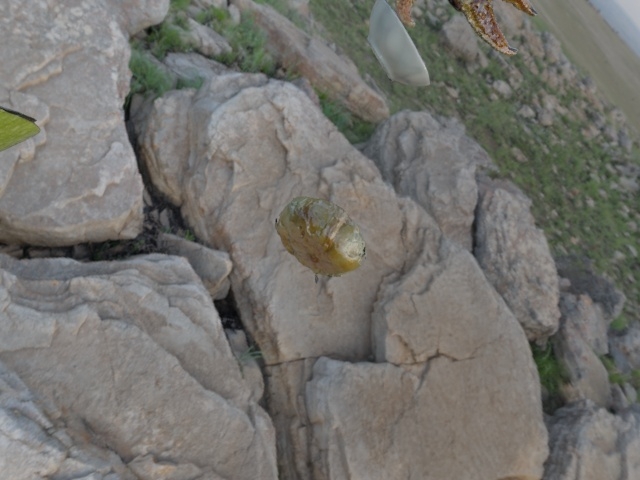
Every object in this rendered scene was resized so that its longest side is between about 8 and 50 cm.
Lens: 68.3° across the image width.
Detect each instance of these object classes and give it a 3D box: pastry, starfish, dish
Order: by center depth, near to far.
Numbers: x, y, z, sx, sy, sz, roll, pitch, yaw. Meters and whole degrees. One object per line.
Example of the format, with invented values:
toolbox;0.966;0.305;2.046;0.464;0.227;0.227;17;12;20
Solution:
starfish;0.146;-0.297;0.491;0.227;0.043;0.240;41;69;-14
pastry;0.002;-0.005;0.728;0.081;0.153;0.153;-42;92;-25
dish;0.138;-0.364;0.906;0.191;0.066;0.191;53;16;-21

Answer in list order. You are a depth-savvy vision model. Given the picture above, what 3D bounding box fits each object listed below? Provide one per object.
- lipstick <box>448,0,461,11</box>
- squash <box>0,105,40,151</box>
lipstick;0.365;-0.537;0.796;0.057;0.356;0.057;23;50;-30
squash;-0.387;-0.093;0.470;0.184;0.192;0.085;5;87;-56
